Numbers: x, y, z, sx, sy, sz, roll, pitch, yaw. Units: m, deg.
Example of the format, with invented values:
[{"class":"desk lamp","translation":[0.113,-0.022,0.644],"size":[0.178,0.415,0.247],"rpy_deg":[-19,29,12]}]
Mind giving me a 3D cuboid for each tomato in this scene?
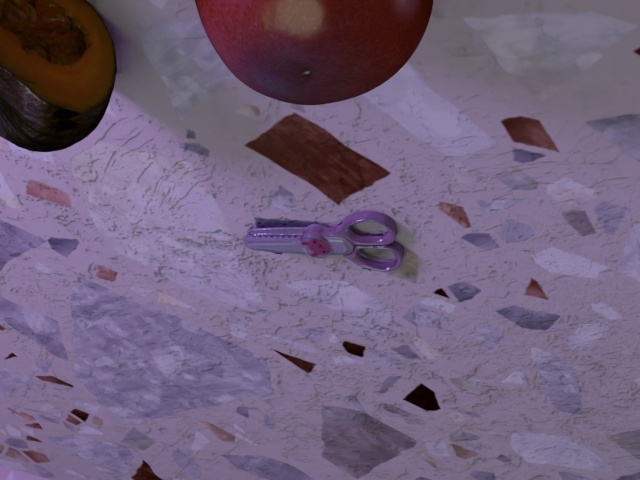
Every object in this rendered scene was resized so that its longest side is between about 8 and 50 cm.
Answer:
[{"class":"tomato","translation":[-0.009,-0.263,1.180],"size":[0.256,0.224,0.256],"rpy_deg":[4,153,2]}]

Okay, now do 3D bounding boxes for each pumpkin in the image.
[{"class":"pumpkin","translation":[-0.399,-0.231,1.398],"size":[0.139,0.221,0.317],"rpy_deg":[-22,129,41]}]

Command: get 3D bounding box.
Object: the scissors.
[{"class":"scissors","translation":[0.000,0.000,1.681],"size":[0.242,0.030,0.118],"rpy_deg":[3,140,18]}]
